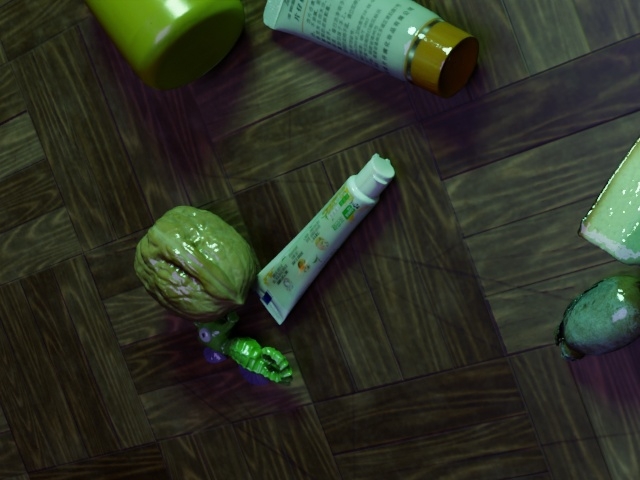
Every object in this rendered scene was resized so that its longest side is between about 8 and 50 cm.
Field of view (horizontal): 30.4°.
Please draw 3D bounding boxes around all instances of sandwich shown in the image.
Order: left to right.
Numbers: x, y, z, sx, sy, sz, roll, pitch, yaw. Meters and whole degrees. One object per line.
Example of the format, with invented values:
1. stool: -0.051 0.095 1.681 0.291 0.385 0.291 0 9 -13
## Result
1. sandwich: 0.390 -0.077 1.283 0.108 0.220 0.186 35 119 21

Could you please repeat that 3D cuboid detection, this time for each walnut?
1. walnut: -0.179 0.039 1.718 0.184 0.155 0.155 36 120 16

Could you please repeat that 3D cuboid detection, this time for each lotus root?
1. lotus root: 0.346 0.097 1.448 0.165 0.088 0.088 -39 82 44

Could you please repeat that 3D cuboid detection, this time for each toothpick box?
1. toothpick box: -0.246 -0.359 1.634 0.271 0.175 0.175 51 123 13

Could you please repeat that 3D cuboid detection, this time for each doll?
1. doll: -0.116 0.162 1.756 0.190 0.050 0.115 29 143 23

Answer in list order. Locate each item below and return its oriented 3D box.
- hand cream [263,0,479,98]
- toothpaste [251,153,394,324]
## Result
1. hand cream: 0.051 -0.280 1.521 0.314 0.089 0.140 34 118 24
2. toothpaste: 0.000 0.000 1.655 0.056 0.058 0.314 22 130 -24
